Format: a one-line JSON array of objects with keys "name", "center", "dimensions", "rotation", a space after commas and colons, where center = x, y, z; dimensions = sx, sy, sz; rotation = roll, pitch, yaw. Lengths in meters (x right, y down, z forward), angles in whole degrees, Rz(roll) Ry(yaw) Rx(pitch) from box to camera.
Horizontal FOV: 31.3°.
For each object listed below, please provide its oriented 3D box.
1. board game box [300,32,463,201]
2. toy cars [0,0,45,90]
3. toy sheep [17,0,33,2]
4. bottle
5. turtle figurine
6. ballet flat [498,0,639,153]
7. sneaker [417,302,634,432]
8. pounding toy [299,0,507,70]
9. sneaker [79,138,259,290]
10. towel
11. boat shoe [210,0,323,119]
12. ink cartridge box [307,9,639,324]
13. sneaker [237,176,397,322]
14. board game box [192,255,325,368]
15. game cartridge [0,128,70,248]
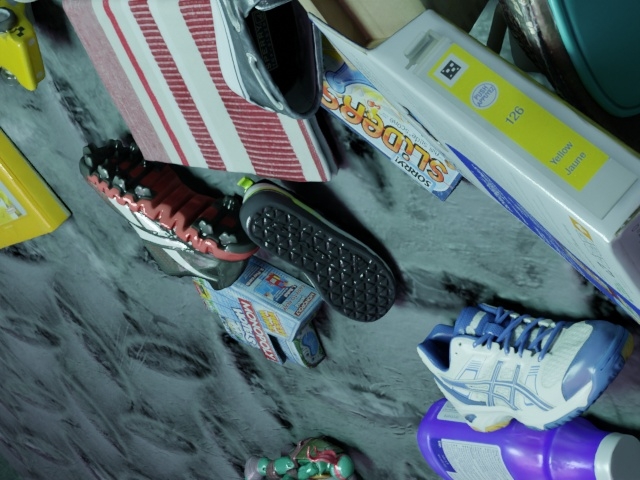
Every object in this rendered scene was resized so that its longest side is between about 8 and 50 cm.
[{"name": "board game box", "center": [0.071, -0.140, 1.095], "dimensions": [0.201, 0.035, 0.136], "rotation": [38, 150, 7]}, {"name": "toy cars", "center": [-0.458, -0.273, 1.508], "dimensions": [0.393, 0.087, 0.176], "rotation": [-1, 124, 55]}, {"name": "toy sheep", "center": [-0.335, -0.314, 1.298], "dimensions": [0.132, 0.091, 0.091], "rotation": [6, 135, 46]}, {"name": "bottle", "center": [0.243, 0.247, 1.336], "dimensions": [0.283, 0.092, 0.118], "rotation": [-4, 132, 52]}, {"name": "turtle figurine", "center": [-0.008, 0.362, 1.772], "dimensions": [0.175, 0.118, 0.234], "rotation": [11, 172, -36]}, {"name": "ballet flat", "center": [0.244, -0.109, 0.834], "dimensions": [0.483, 0.164, 0.182], "rotation": [49, 167, -16]}, {"name": "sneaker", "center": [0.201, 0.125, 1.212], "dimensions": [0.131, 0.112, 0.296], "rotation": [46, 149, -6]}, {"name": "pounding toy", "center": [0.096, -0.201, 0.938], "dimensions": [0.181, 0.094, 0.206], "rotation": [-5, 134, 47]}, {"name": "sneaker", "center": [-0.202, -0.027, 1.478], "dimensions": [0.276, 0.097, 0.135], "rotation": [30, 134, 14]}, {"name": "towel", "center": [-0.138, -0.179, 1.294], "dimensions": [0.329, 0.037, 0.237], "rotation": [11, 138, 42]}, {"name": "boat shoe", "center": [-0.055, -0.239, 1.006], "dimensions": [0.102, 0.108, 0.301], "rotation": [36, 146, 43]}, {"name": "ink cartridge box", "center": [0.167, -0.050, 0.869], "dimensions": [0.307, 0.072, 0.303], "rotation": [47, -173, 35]}, {"name": "sneaker", "center": [0.000, 0.000, 1.343], "dimensions": [0.234, 0.084, 0.097], "rotation": [41, -165, -22]}, {"name": "board game box", "center": [-0.070, 0.100, 1.551], "dimensions": [0.194, 0.060, 0.194], "rotation": [18, 142, 37]}, {"name": "game cartridge", "center": [-0.575, -0.132, 1.858], "dimensions": [0.324, 0.053, 0.285], "rotation": [51, 149, -17]}]
